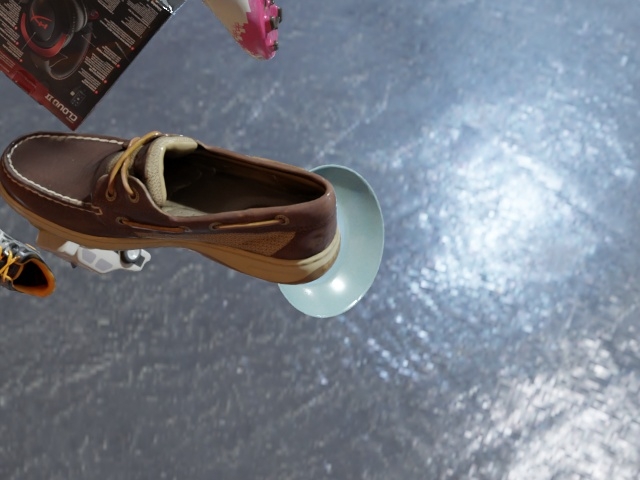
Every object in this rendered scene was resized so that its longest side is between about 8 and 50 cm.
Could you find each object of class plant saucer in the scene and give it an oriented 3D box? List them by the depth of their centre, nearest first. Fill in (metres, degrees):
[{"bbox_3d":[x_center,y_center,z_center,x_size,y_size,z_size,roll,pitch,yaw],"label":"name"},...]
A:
[{"bbox_3d":[0.000,0.000,1.673,0.195,0.195,0.037,-30,24,-36],"label":"plant saucer"}]

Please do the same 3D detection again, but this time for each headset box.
[{"bbox_3d":[-0.381,-0.330,2.029,0.218,0.293,0.110,40,25,-8],"label":"headset box"}]

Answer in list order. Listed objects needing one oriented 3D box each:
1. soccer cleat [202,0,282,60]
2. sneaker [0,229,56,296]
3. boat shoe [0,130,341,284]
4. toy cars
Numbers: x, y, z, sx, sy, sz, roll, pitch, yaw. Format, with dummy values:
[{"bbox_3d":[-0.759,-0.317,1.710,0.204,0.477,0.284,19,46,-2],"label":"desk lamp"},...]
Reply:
[{"bbox_3d":[-0.141,-0.367,1.745,0.143,0.331,0.116,-3,54,10],"label":"soccer cleat"},{"bbox_3d":[-0.456,0.022,1.849,0.215,0.084,0.083,25,6,-46],"label":"sneaker"},{"bbox_3d":[-0.146,-0.057,1.236,0.342,0.123,0.123,16,57,10],"label":"boat shoe"},{"bbox_3d":[-0.326,-0.007,1.749,0.176,0.394,0.087,24,79,0],"label":"toy cars"}]
